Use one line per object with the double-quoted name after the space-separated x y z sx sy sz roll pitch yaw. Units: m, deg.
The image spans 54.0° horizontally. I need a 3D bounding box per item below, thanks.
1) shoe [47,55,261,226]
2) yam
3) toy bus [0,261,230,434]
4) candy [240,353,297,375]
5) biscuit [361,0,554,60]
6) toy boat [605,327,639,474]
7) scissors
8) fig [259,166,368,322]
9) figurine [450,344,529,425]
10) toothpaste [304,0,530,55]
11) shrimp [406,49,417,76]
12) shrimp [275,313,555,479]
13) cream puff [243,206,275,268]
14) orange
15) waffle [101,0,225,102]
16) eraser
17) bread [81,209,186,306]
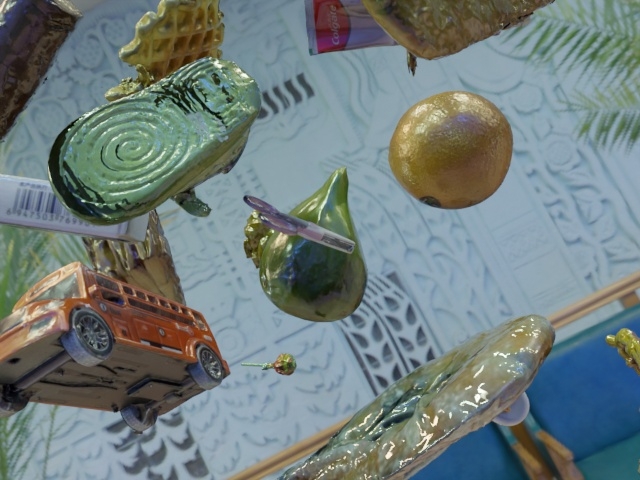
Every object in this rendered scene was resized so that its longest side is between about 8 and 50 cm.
-0.176 -0.103 0.736 0.262 0.140 0.128 -40 -21 -14 "shoe"
-0.533 -0.311 1.084 0.279 0.131 0.131 -51 -11 12 "yam"
-0.259 0.129 0.767 0.143 0.153 0.329 -32 -28 12 "toy bus"
-0.144 0.333 1.690 0.201 0.060 0.060 -10 6 39 "candy"
0.099 -0.194 0.412 0.247 0.118 0.029 -34 17 -38 "biscuit"
0.389 0.225 0.726 0.099 0.141 0.318 -15 32 32 "toy boat"
-0.018 -0.014 0.792 0.176 0.085 0.022 21 -75 -41 "scissors"
0.000 0.000 1.120 0.206 0.274 0.206 12 7 -2 "fig"
0.431 0.359 1.577 0.166 0.250 0.141 -55 -9 -14 "figurine"
0.128 -0.299 0.855 0.301 0.048 0.075 0 -47 9 "toothpaste"
0.233 -0.430 1.427 0.083 0.114 0.023 -3 25 -2 "shrimp"
0.077 0.233 0.691 0.446 0.110 0.221 -41 -7 7 "shrimp"
-0.102 0.006 1.407 0.156 0.156 0.121 -27 34 -2 "cream puff"
0.291 -0.202 1.412 0.274 0.274 0.274 -27 -6 -3 "orange"
-0.234 -0.290 0.999 0.250 0.056 0.261 -52 -9 -8 "waffle"
-0.442 -0.053 1.057 0.279 0.081 0.124 8 -5 0 "eraser"
-0.421 0.028 1.402 0.167 0.277 0.324 -19 -25 -13 "bread"
